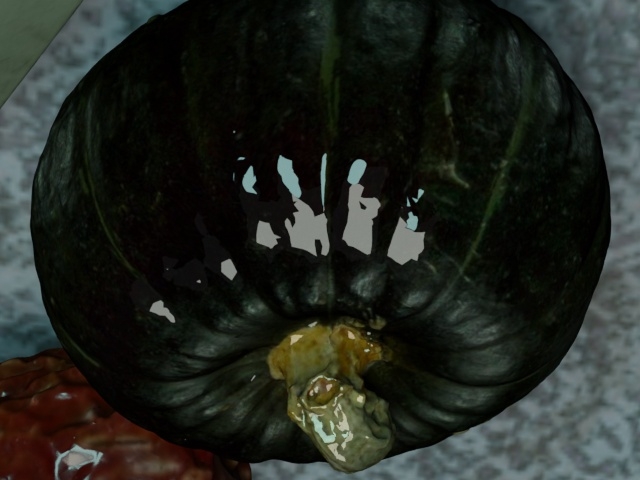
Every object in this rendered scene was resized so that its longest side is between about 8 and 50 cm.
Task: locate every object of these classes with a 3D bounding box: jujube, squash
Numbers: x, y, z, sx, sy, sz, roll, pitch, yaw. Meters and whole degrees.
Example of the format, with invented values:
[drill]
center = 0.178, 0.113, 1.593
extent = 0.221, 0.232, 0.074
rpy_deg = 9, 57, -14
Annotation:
[jujube]
center = -0.115, 0.100, 0.716
extent = 0.176, 0.109, 0.112
rpy_deg = -11, 118, 13
[squash]
center = -0.001, -0.005, 0.620
extent = 0.193, 0.156, 0.193
rpy_deg = 16, 139, 15

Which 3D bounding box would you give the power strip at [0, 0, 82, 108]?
[power strip]
center = -0.164, -0.049, 0.620
extent = 0.270, 0.118, 0.046
rpy_deg = -48, 66, 27
